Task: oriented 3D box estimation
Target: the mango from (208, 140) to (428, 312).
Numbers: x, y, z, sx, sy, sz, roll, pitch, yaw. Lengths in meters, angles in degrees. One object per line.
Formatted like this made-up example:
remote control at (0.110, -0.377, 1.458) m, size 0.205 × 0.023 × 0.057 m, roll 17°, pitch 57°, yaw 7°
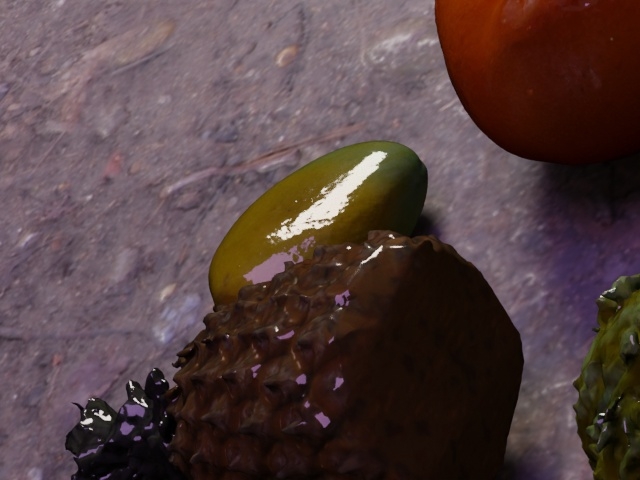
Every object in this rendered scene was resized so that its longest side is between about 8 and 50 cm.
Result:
mango at (0.000, 0.000, 1.486) m, size 0.194 × 0.092 × 0.130 m, roll -40°, pitch 36°, yaw -7°

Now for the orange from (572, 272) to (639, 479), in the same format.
orange at (0.285, 0.074, 1.070) m, size 0.300 × 0.223 × 0.301 m, roll 16°, pitch 63°, yaw 41°

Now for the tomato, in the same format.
tomato at (0.207, -0.166, 1.405) m, size 0.260 × 0.180 × 0.260 m, roll -22°, pitch 39°, yaw 19°

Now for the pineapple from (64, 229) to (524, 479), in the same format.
pineapple at (-0.043, 0.116, 1.334) m, size 0.362 × 0.202 × 0.202 m, roll -14°, pitch 44°, yaw 40°
